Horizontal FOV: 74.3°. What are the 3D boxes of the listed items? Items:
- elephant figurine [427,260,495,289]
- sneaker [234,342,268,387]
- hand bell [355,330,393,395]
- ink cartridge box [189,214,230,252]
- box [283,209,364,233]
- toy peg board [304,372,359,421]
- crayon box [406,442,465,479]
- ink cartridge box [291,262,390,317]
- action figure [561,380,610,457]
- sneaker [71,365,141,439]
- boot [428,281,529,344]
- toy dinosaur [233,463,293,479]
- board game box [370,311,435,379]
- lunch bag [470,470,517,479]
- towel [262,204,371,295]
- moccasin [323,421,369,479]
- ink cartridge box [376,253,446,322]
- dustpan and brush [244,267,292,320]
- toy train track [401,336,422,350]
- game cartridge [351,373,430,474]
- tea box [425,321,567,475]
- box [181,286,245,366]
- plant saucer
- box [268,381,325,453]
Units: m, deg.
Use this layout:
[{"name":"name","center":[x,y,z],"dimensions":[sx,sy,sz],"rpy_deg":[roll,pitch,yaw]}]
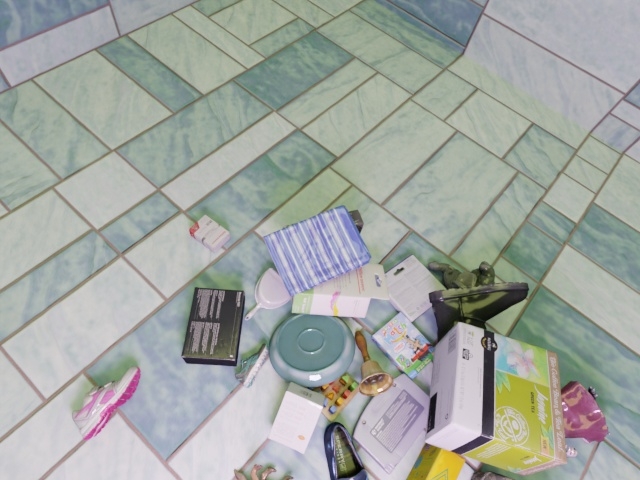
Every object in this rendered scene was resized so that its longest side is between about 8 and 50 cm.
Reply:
[{"name":"elephant figurine","center":[0.583,0.176,1.739],"dimensions":[0.240,0.186,0.169],"rpy_deg":[-6,104,0]},{"name":"sneaker","center":[-0.247,0.435,1.509],"dimensions":[0.076,0.065,0.166],"rpy_deg":[24,58,10]},{"name":"hand bell","center":[0.165,0.424,1.538],"dimensions":[0.126,0.126,0.242],"rpy_deg":[-6,38,-11]},{"name":"ink cartridge box","center":[-0.456,-0.027,1.745],"dimensions":[0.135,0.056,0.099],"rpy_deg":[35,62,13]},{"name":"box","center":[0.000,0.000,1.687],"dimensions":[0.308,0.242,0.076],"rpy_deg":[-14,63,-14]},{"name":"toy peg board","center":[0.039,0.517,1.491],"dimensions":[0.161,0.079,0.161],"rpy_deg":[42,63,16]},{"name":"crayon box","center":[0.335,0.761,1.321],"dimensions":[0.081,0.202,0.318],"rpy_deg":[35,62,11]},{"name":"ink cartridge box","center":[0.071,0.181,1.627],"dimensions":[0.354,0.119,0.207],"rpy_deg":[5,39,-7]},{"name":"action figure","center":[0.785,0.634,1.485],"dimensions":[0.370,0.275,0.248],"rpy_deg":[-20,58,1]},{"name":"sneaker","center":[-0.702,0.508,1.379],"dimensions":[0.111,0.103,0.252],"rpy_deg":[34,61,10]},{"name":"boot","center":[0.608,0.390,1.532],"dimensions":[0.367,0.146,0.444],"rpy_deg":[-8,74,6]},{"name":"toy dinosaur","center":[-0.160,0.808,1.277],"dimensions":[0.296,0.127,0.200],"rpy_deg":[20,66,10]},{"name":"board game box","center":[0.323,0.403,1.619],"dimensions":[0.160,0.039,0.211],"rpy_deg":[-35,69,-23]},{"name":"lunch bag","center":[0.549,0.871,1.256],"dimensions":[0.213,0.256,0.305],"rpy_deg":[33,62,11]},{"name":"towel","center":[-0.006,0.030,1.528],"dimensions":[0.336,0.040,0.243],"rpy_deg":[-23,82,-16]},{"name":"moccasin","center":[0.084,0.755,1.337],"dimensions":[0.138,0.116,0.341],"rpy_deg":[-18,65,-17]},{"name":"ink cartridge box","center":[0.373,0.195,1.740],"dimensions":[0.223,0.045,0.224],"rpy_deg":[-31,68,-23]},{"name":"dustpan and brush","center":[-0.216,0.227,1.641],"dimensions":[0.147,0.060,0.211],"rpy_deg":[43,56,2]},{"name":"toy train track","center":[0.348,0.386,1.600],"dimensions":[0.083,0.014,0.048],"rpy_deg":[23,60,6]},{"name":"game cartridge","center":[0.254,0.622,1.476],"dimensions":[0.196,0.060,0.294],"rpy_deg":[43,64,12]},{"name":"tea box","center":[0.522,0.478,1.288],"dimensions":[0.324,0.220,0.328],"rpy_deg":[18,52,1]},{"name":"box","center":[-0.380,0.312,1.536],"dimensions":[0.185,0.103,0.261],"rpy_deg":[4,60,-2]},{"name":"plant saucer","center":[-0.033,0.371,1.528],"dimensions":[0.318,0.043,0.317],"rpy_deg":[-3,44,3]},{"name":"box","center":[-0.077,0.579,1.388],"dimensions":[0.130,0.091,0.170],"rpy_deg":[22,94,4]}]
